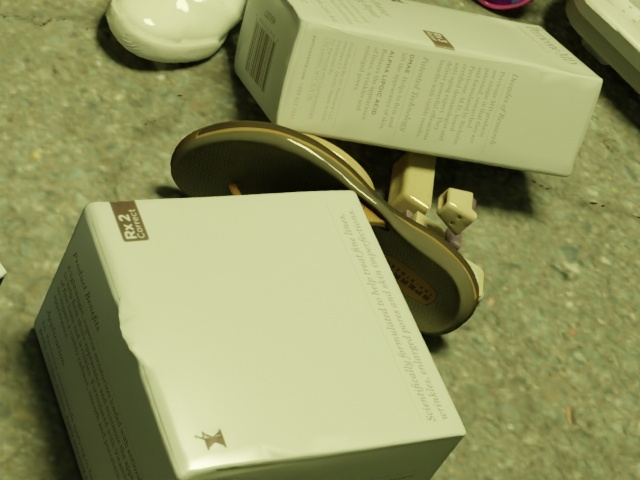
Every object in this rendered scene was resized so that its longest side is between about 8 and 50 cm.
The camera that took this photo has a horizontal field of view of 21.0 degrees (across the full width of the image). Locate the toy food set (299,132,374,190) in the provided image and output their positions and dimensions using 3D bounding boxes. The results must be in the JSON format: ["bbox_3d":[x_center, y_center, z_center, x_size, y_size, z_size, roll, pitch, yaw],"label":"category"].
[{"bbox_3d":[0.002,-0.041,1.147,0.082,0.083,0.020,33,68,2],"label":"toy food set"}]

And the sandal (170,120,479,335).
[{"bbox_3d":[0.000,0.000,1.108,0.219,0.090,0.060,36,41,-5],"label":"sandal"}]

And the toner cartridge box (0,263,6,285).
[{"bbox_3d":[-0.353,0.038,0.891,0.348,0.075,0.165,-26,68,-41],"label":"toner cartridge box"}]

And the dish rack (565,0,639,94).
[{"bbox_3d":[0.366,-0.158,1.444,0.333,0.072,0.285,-28,68,-41],"label":"dish rack"}]

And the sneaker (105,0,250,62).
[{"bbox_3d":[-0.061,-0.196,1.236,0.212,0.094,0.080,-27,69,-40],"label":"sneaker"}]

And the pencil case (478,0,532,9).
[{"bbox_3d":[0.162,-0.294,1.441,0.104,0.104,0.236,24,43,-7],"label":"pencil case"}]

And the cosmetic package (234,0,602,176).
[{"bbox_3d":[0.067,-0.117,1.216,0.231,0.085,0.117,6,24,-22],"label":"cosmetic package"}]

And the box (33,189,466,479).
[{"bbox_3d":[-0.045,0.078,0.986,0.182,0.119,0.181,-4,54,-30],"label":"box"}]

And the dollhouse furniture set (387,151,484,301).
[{"bbox_3d":[0.095,-0.018,1.181,0.081,0.091,0.114,33,39,-20],"label":"dollhouse furniture set"}]
